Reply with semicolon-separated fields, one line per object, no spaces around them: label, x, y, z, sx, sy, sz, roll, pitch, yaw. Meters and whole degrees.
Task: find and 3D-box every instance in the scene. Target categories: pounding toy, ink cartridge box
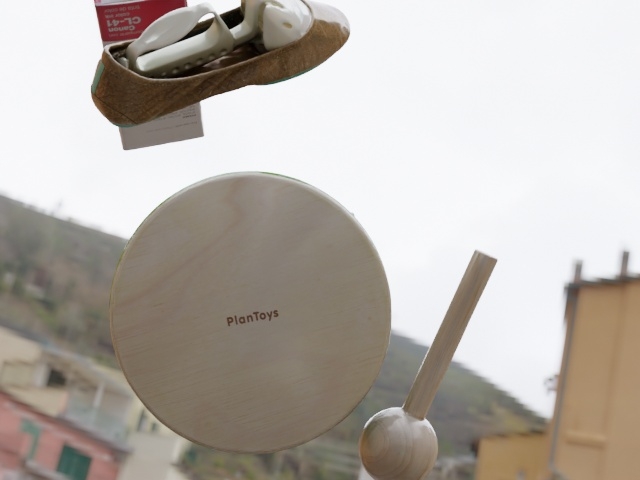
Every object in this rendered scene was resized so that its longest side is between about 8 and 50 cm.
pounding toy;-0.020;0.055;1.062;0.237;0.183;0.110;18;-1;-1
ink cartridge box;-0.252;-0.309;2.219;0.131;0.226;0.306;-10;-37;-8

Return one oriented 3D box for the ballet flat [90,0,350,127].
ballet flat;-0.115;-0.240;1.878;0.342;0.116;0.124;-19;-36;-16

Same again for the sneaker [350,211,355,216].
sneaker;0.000;0.000;1.499;0.067;0.042;0.118;-11;0;10
